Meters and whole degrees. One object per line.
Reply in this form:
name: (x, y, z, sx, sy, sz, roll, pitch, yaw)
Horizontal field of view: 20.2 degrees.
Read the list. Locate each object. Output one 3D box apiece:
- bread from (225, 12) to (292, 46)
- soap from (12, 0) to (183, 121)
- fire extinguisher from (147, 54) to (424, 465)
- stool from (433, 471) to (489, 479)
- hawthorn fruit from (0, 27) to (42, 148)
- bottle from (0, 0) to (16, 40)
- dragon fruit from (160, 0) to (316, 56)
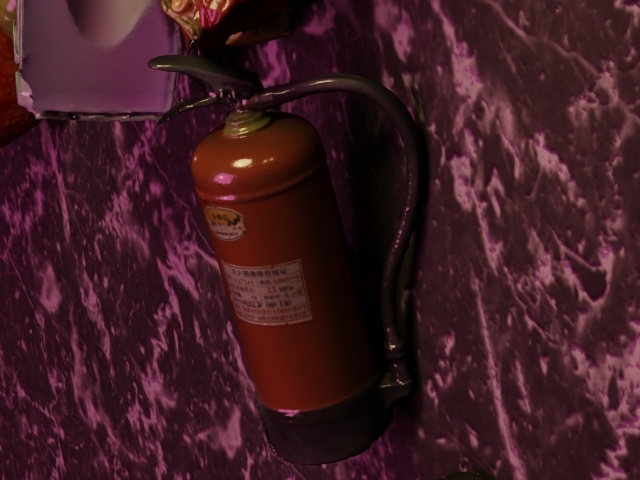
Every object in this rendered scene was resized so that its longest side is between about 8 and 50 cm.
bread: (-0.069, -0.248, 1.591, 0.117, 0.064, 0.156, 37, 133, 42)
soap: (-0.203, -0.334, 1.623, 0.261, 0.156, 0.446, -108, 20, -53)
fire extinguisher: (-0.004, -0.003, 1.526, 0.113, 0.200, 0.376, -122, 14, -65)
stool: (0.093, 0.303, 1.501, 0.153, 0.139, 0.228, 25, 122, 56)
hawthorn fruit: (-0.430, -0.189, 2.051, 0.205, 0.253, 0.205, 30, 129, 47)
bottle: (-0.346, -0.330, 1.983, 0.260, 0.112, 0.112, 56, 146, 30)
dragon fruit: (-0.072, -0.182, 1.452, 0.192, 0.122, 0.092, -87, 22, -78)
